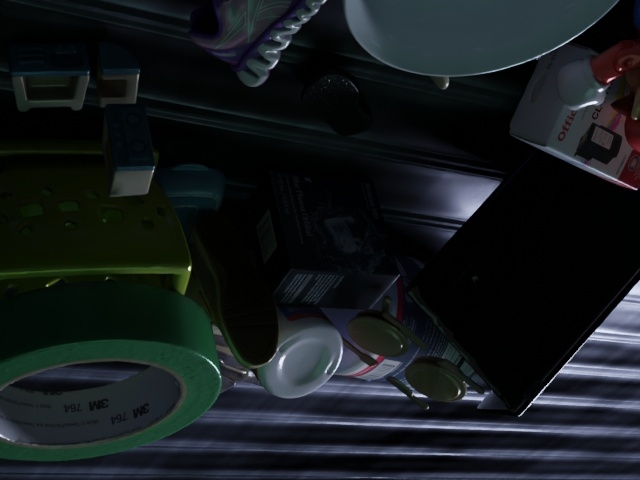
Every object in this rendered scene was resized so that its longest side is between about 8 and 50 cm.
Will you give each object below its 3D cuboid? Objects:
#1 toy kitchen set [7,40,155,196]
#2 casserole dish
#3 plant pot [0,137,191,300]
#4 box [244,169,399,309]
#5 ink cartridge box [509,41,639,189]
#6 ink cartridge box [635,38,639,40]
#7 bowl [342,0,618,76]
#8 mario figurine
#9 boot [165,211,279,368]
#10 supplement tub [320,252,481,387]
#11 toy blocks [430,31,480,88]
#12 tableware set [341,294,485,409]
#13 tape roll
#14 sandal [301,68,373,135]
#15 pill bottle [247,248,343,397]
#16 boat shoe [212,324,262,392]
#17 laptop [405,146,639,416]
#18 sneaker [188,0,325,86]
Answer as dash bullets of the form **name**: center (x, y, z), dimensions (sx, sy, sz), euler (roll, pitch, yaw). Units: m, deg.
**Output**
- **toy kitchen set**: center (-0.280, -0.135, 1.206), dimensions (0.207, 0.166, 0.122), euler (-4, 149, -16)
- **casserole dish**: center (-0.186, -0.032, 1.547), dimensions (0.114, 0.037, 0.188), euler (0, 148, -21)
- **plant pot**: center (-0.290, 0.006, 1.400), dimensions (0.228, 0.207, 0.227), euler (0, 147, -20)
- **box**: center (0.000, 0.000, 1.555), dimensions (0.158, 0.156, 0.093), euler (4, 145, -28)
- **ink cartridge box**: center (0.331, -0.150, 1.442), dimensions (0.175, 0.072, 0.127), euler (19, 99, -35)
- **ink cartridge box**: center (0.490, -0.235, 1.465), dimensions (0.206, 0.045, 0.208), euler (12, 143, -37)
- **bowl**: center (0.153, -0.300, 1.133), dimensions (0.298, 0.134, 0.298), euler (-10, 149, -6)
- **mario figurine**: center (0.368, -0.241, 1.306), dimensions (0.198, 0.170, 0.320), euler (8, 130, 18)
- **boot**: center (-0.133, 0.093, 1.534), dimensions (0.077, 0.213, 0.165), euler (-8, 153, -33)
- **supplement tub**: center (0.121, 0.119, 1.767), dimensions (0.272, 0.191, 0.191), euler (15, 140, -39)
- **toy blocks**: center (0.173, -0.226, 1.298), dimensions (0.148, 0.123, 0.054), euler (-25, 118, -7)
- **tableware set**: center (0.121, 0.149, 1.596), dimensions (0.194, 0.039, 0.128), euler (39, 144, -20)
- **tape roll**: center (-0.278, 0.159, 1.383), dimensions (0.321, 0.077, 0.321), euler (-11, 150, -6)
- **sandal**: center (0.019, -0.168, 1.405), dimensions (0.067, 0.040, 0.179), euler (-13, 165, 11)
- **pill bottle**: center (-0.070, 0.103, 1.621), dimensions (0.124, 0.221, 0.124), euler (-15, 127, -21)
- **boat shoe**: center (-0.164, 0.166, 1.749), dimensions (0.355, 0.130, 0.132), euler (11, -175, -35)
- **laptop**: center (0.303, 0.027, 1.661), dimensions (0.382, 0.236, 0.408), euler (-46, 177, -7)
- **sneaker**: center (-0.056, -0.255, 1.179), dimensions (0.104, 0.095, 0.236), euler (23, 134, -21)
